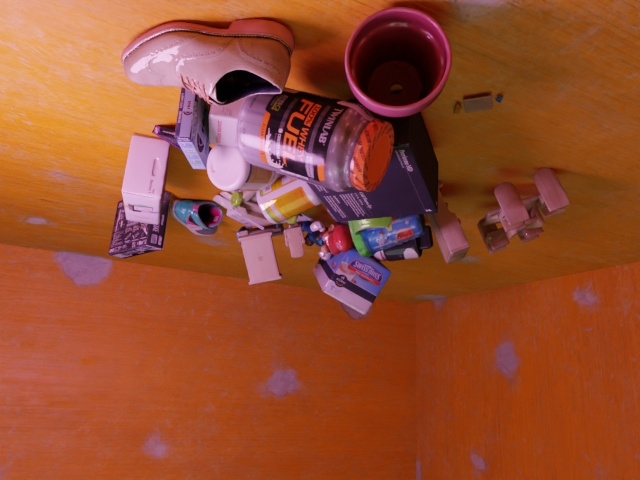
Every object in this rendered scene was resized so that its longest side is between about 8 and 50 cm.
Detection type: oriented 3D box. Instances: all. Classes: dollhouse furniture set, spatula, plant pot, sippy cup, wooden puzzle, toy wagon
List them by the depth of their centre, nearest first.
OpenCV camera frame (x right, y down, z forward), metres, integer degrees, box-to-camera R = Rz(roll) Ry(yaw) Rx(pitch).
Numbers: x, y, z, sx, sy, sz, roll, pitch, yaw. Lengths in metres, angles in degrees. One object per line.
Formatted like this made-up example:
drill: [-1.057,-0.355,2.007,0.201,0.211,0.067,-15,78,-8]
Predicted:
plant pot: [0.155,-0.340,0.991,0.202,0.201,0.180,2,178,6]
wooden puzzle: [0.394,-0.344,1.210,0.117,0.014,0.078,-1,167,15]
sippy cup: [0.228,-0.076,1.622,0.224,0.305,0.240,-12,125,17]
toy wagon: [-0.141,-0.172,1.713,0.267,0.068,0.344,17,139,-38]
dollhouse furniture set: [0.595,-0.114,1.716,0.394,0.256,0.362,-20,162,3]
spatula: [-0.293,-0.131,1.909,0.242,0.019,0.168,32,140,-22]
dollhouse furniture set: [-0.200,0.030,2.082,0.287,0.198,0.303,-11,-167,1]

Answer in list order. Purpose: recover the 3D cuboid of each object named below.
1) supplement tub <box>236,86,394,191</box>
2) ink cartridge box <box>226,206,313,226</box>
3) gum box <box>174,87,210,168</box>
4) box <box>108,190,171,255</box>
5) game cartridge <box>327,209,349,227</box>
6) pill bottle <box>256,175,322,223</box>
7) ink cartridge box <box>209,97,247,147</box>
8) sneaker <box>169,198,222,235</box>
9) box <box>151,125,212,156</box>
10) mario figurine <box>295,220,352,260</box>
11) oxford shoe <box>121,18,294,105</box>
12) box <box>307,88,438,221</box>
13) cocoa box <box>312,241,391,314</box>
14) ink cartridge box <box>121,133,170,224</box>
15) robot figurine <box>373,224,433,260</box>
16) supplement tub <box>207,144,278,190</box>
supplement tub: [-0.011,-0.224,1.070,0.316,0.193,0.193,20,171,24]
ink cartridge box: [-0.206,-0.121,1.994,0.333,0.065,0.165,-3,162,26]
gum box: [-0.328,-0.296,1.259,0.041,0.156,0.184,3,163,1]
box: [-0.743,-0.066,1.973,0.308,0.242,0.077,-12,158,39]
game cartridge: [0.225,-0.114,1.946,0.355,0.068,0.230,-1,159,16]
pill bottle: [-0.071,-0.159,1.560,0.246,0.136,0.136,-23,155,18]
ink cartridge box: [-0.180,-0.314,1.281,0.220,0.092,0.160,7,163,-12]
sneaker: [-0.484,-0.092,2.061,0.179,0.123,0.295,6,165,25]
box: [-0.400,-0.291,1.422,0.162,0.029,0.116,20,174,32]
mario figurine: [0.000,0.000,2.042,0.198,0.170,0.321,10,-178,-36]
oxford shoe: [-0.255,-0.365,1.026,0.397,0.146,0.140,-2,163,17]
box: [0.139,-0.214,1.331,0.313,0.178,0.343,-3,154,24]
cocoa box: [0.134,0.140,2.205,0.232,0.227,0.347,31,-174,-13]
ink cartridge box: [-0.569,-0.192,1.578,0.117,0.201,0.278,8,163,-17]
robot figurine: [0.341,-0.003,2.090,0.278,0.173,0.209,-8,142,21]
supplement tub: [-0.227,-0.220,1.448,0.144,0.144,0.200,-5,-177,26]
